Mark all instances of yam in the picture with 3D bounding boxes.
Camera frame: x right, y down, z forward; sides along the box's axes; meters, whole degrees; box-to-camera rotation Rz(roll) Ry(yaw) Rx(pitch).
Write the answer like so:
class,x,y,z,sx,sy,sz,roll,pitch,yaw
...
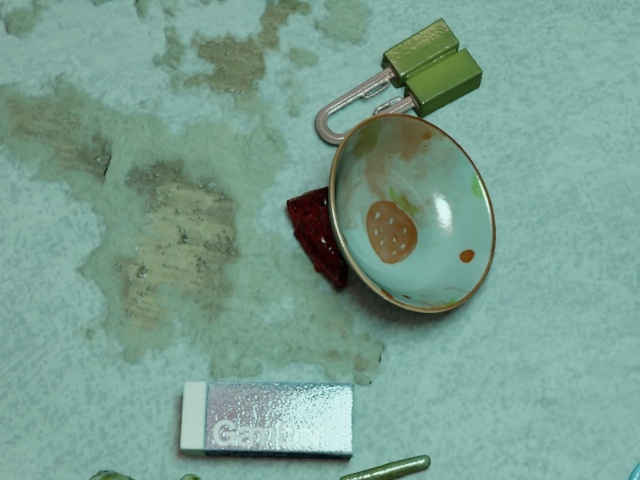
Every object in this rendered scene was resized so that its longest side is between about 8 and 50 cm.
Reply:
class,x,y,z,sx,sy,sz,roll,pitch,yaw
yam,0.080,0.286,1.541,0.116,0.021,0.021,-13,71,-6

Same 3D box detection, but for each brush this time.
class,x,y,z,sx,sy,sz,roll,pitch,yaw
brush,0.097,-0.204,1.704,0.233,0.047,0.103,-30,74,-11

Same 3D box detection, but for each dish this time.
class,x,y,z,sx,sy,sz,roll,pitch,yaw
dish,0.098,-0.027,1.592,0.260,0.085,0.260,12,68,-30

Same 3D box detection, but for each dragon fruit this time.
class,x,y,z,sx,sy,sz,roll,pitch,yaw
dragon fruit,-0.004,0.000,1.622,0.063,0.097,0.131,-14,93,6

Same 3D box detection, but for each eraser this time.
class,x,y,z,sx,sy,sz,roll,pitch,yaw
eraser,-0.064,0.222,1.547,0.212,0.046,0.092,2,70,0

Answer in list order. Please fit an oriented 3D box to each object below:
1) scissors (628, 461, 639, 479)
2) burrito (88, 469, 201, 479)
class,x,y,z,sx,sy,sz,roll,pitch,yaw
scissors,0.511,0.456,1.485,0.192,0.029,0.447,-14,71,-6
burrito,-0.216,0.434,1.421,0.190,0.135,0.332,-2,69,-6
